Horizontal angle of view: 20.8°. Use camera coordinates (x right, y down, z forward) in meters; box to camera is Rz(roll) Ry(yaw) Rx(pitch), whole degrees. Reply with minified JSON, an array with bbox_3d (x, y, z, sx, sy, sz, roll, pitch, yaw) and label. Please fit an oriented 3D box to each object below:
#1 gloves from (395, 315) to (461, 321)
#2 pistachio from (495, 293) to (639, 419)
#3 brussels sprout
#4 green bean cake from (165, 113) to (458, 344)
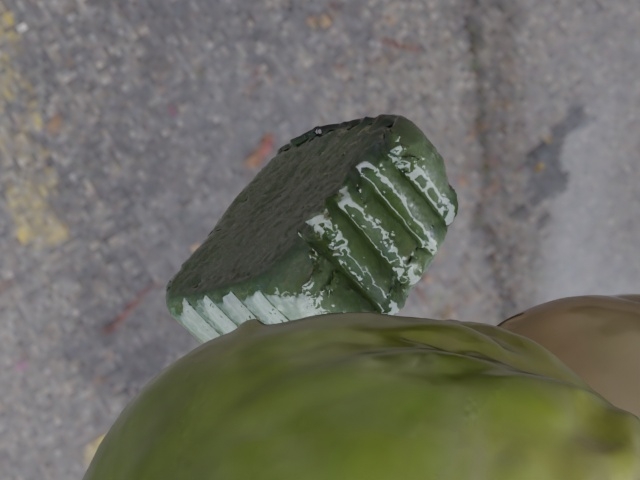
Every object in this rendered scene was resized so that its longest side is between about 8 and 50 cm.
[{"bbox_3d":[0.162,0.148,1.984,0.119,0.285,0.142,-29,131,-29],"label":"gloves"},{"bbox_3d":[0.212,0.204,1.092,0.365,0.445,0.281,-9,124,0],"label":"pistachio"},{"bbox_3d":[0.031,0.159,0.771,0.274,0.317,0.242,-46,143,-68],"label":"brussels sprout"},{"bbox_3d":[0.000,0.000,1.509,0.222,0.125,0.227,-15,-142,52],"label":"green bean cake"}]
